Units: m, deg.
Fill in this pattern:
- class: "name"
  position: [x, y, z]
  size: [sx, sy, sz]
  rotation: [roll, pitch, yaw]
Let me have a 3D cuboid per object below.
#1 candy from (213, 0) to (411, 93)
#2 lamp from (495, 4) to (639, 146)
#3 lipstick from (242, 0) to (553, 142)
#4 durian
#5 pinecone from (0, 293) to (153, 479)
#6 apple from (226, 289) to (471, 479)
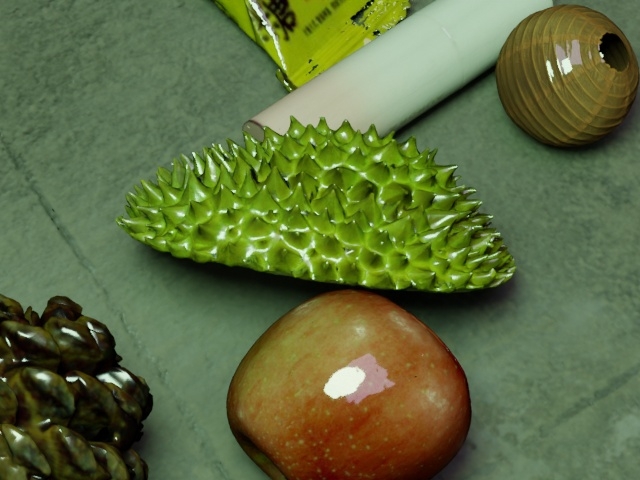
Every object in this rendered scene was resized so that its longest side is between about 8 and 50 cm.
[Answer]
- class: "candy"
  position: [-0.068, -0.277, 1.298]
  size: [0.297, 0.081, 0.187]
  rotation: [42, 67, 6]
- class: "lamp"
  position: [0.234, -0.156, 1.206]
  size: [0.136, 0.136, 0.136]
  rotation: [1, 61, -2]
- class: "lipstick"
  position: [0.079, -0.161, 1.230]
  size: [0.327, 0.087, 0.087]
  rotation: [-34, 67, -19]
- class: "durian"
  position: [-0.004, -0.005, 1.090]
  size: [0.356, 0.169, 0.157]
  rotation: [9, 58, 3]
- class: "pinecone"
  position: [-0.237, 0.155, 0.966]
  size: [0.257, 0.243, 0.243]
  rotation: [-26, 63, -39]
- class: "apple"
  position: [0.024, 0.129, 1.013]
  size: [0.168, 0.181, 0.181]
  rotation: [-39, 69, -17]
